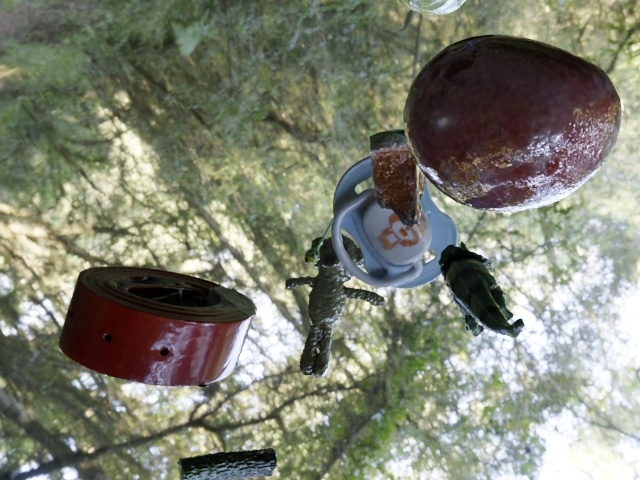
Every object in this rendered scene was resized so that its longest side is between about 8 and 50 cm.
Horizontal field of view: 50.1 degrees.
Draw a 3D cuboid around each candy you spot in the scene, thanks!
[{"bbox_3d":[0.000,0.000,1.068,0.083,0.023,0.025,-62,178,-9],"label":"candy"}]

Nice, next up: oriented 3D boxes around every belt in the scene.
[{"bbox_3d":[-0.234,0.130,1.064,0.227,0.115,0.323,28,-168,38],"label":"belt"}]

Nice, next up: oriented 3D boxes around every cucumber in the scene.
[{"bbox_3d":[-0.168,0.409,1.245,0.187,0.058,0.058,2,-179,-28],"label":"cucumber"}]

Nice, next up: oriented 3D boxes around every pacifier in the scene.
[{"bbox_3d":[0.135,-0.039,1.364,0.227,0.279,0.207,-29,-168,14],"label":"pacifier"}]

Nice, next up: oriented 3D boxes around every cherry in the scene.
[{"bbox_3d":[0.221,-0.140,0.847,0.236,0.213,0.285,-1,-169,-44],"label":"cherry"}]

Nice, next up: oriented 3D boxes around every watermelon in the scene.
[{"bbox_3d":[0.128,-0.114,1.108,0.097,0.158,0.121,-1,-154,26],"label":"watermelon"}]

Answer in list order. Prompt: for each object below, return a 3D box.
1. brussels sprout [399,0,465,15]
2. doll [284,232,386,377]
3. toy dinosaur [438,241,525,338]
[{"bbox_3d":[0.239,-0.629,1.395,0.246,0.328,0.328,-14,-168,-14],"label":"brussels sprout"},{"bbox_3d":[0.005,0.131,1.451,0.286,0.202,0.091,-53,160,10],"label":"doll"},{"bbox_3d":[0.223,0.086,0.944,0.079,0.120,0.292,-30,-154,9],"label":"toy dinosaur"}]
